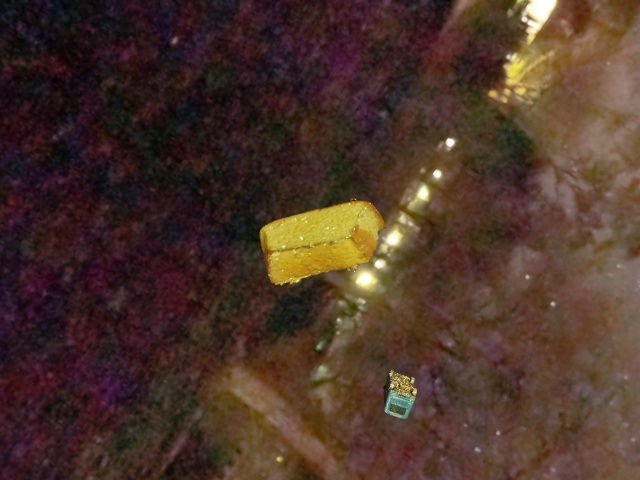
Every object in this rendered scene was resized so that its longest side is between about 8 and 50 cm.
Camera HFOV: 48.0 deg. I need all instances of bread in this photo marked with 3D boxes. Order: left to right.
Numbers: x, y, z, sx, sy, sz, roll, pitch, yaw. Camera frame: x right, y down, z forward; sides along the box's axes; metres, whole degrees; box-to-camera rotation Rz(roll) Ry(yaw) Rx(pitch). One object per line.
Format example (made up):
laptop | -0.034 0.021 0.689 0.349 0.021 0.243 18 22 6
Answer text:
bread | 0.000 0.000 1.038 0.103 0.187 0.065 -84 161 -55

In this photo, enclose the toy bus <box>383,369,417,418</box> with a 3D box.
toy bus | 0.110 0.217 1.014 0.083 0.038 0.046 -64 171 -82
